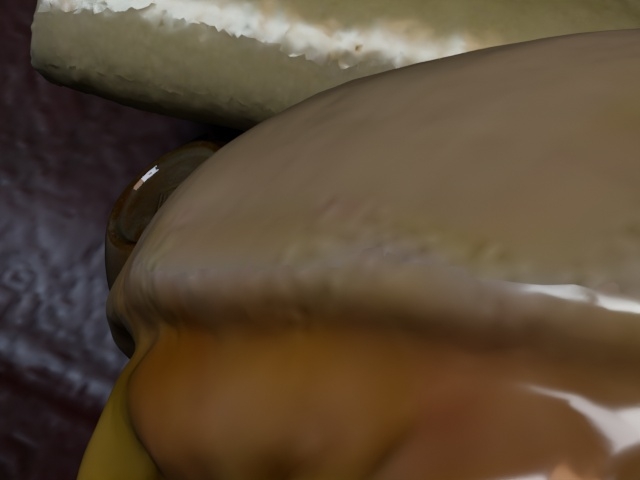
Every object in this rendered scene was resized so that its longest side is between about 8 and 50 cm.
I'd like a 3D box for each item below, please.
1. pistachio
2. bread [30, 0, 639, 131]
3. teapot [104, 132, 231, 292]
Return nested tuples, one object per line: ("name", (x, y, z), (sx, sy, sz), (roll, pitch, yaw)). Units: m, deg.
("pistachio", (0.088, 0.070, 0.385), (0.309, 0.230, 0.230), (-2, 58, 23))
("bread", (0.028, -0.057, 0.530), (0.178, 0.139, 0.060), (13, 106, 12))
("teapot", (0.000, 0.000, 0.515), (0.110, 0.080, 0.085), (-22, 37, 24))
